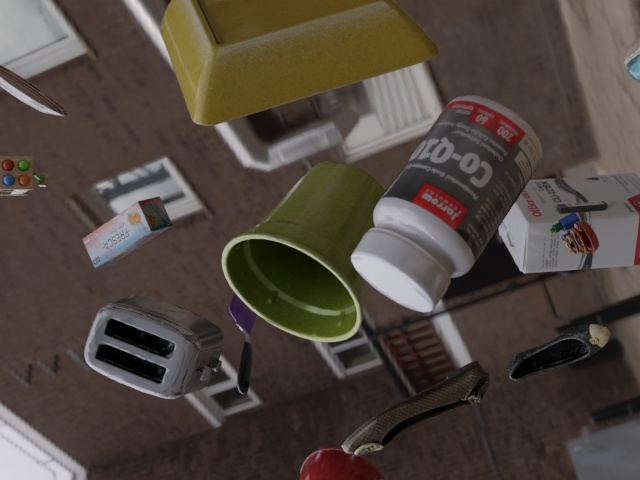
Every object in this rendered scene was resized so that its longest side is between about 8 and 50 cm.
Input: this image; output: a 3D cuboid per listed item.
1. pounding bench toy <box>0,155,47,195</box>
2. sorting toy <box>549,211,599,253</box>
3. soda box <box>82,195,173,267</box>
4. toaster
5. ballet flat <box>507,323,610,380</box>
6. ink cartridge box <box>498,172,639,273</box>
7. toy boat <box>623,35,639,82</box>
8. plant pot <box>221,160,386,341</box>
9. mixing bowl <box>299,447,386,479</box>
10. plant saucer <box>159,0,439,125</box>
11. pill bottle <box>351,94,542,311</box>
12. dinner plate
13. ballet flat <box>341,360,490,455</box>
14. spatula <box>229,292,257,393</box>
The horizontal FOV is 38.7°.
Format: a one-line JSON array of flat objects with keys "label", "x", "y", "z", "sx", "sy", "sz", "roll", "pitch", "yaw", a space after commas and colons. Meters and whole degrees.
[{"label": "pounding bench toy", "x": -0.457, "y": -0.100, "z": 1.408, "sx": 0.065, "sy": 0.083, "sz": 0.052, "roll": -13, "pitch": 80, "yaw": 61}, {"label": "sorting toy", "x": 0.345, "y": -0.003, "z": 1.256, "sx": 0.061, "sy": 0.042, "sz": 0.102, "roll": 63, "pitch": 180, "yaw": 5}, {"label": "soda box", "x": -0.356, "y": -0.015, "z": 1.678, "sx": 0.058, "sy": 0.183, "sz": 0.062, "roll": -19, "pitch": -97, "yaw": -52}, {"label": "toaster", "x": -0.269, "y": 0.162, "z": 1.428, "sx": 0.146, "sy": 0.227, "sz": 0.129, "roll": -2, "pitch": -66, "yaw": -84}, {"label": "ballet flat", "x": 0.372, "y": 0.179, "z": 1.422, "sx": 0.057, "sy": 0.173, "sz": 0.049, "roll": 53, "pitch": -151, "yaw": -13}, {"label": "ink cartridge box", "x": 0.499, "y": -0.036, "z": 1.755, "sx": 0.197, "sy": 0.273, "sz": 0.114, "roll": -98, "pitch": 4, "yaw": -63}, {"label": "toy boat", "x": 0.781, "y": -0.341, "z": 1.793, "sx": 0.267, "sy": 0.318, "sz": 0.148, "roll": 156, "pitch": 121, "yaw": -65}, {"label": "plant pot", "x": 0.000, "y": 0.000, "z": 1.663, "sx": 0.253, "sy": 0.276, "sz": 0.276, "roll": -59, "pitch": -44, "yaw": -34}, {"label": "mixing bowl", "x": 0.027, "y": 0.475, "z": 1.638, "sx": 0.098, "sy": 0.182, "sz": 0.181, "roll": -46, "pitch": -63, "yaw": -55}, {"label": "plant saucer", "x": -0.050, "y": -0.309, "z": 1.255, "sx": 0.332, "sy": 0.333, "sz": 0.081, "roll": -116, "pitch": 11, "yaw": -51}, {"label": "pill bottle", "x": 0.176, "y": -0.051, "z": 1.286, "sx": 0.161, "sy": 0.283, "sz": 0.161, "roll": 32, "pitch": 163, "yaw": 11}, {"label": "dinner plate", "x": -0.430, "y": -0.217, "z": 1.323, "sx": 0.141, "sy": 0.017, "sz": 0.141, "roll": 35, "pitch": -174, "yaw": -4}, {"label": "ballet flat", "x": 0.149, "y": 0.265, "z": 1.384, "sx": 0.058, "sy": 0.250, "sz": 0.084, "roll": 60, "pitch": 175, "yaw": 18}, {"label": "spatula", "x": -0.149, "y": 0.193, "z": 1.783, "sx": 0.084, "sy": 0.030, "sz": 0.296, "roll": 56, "pitch": -166, "yaw": -30}]
